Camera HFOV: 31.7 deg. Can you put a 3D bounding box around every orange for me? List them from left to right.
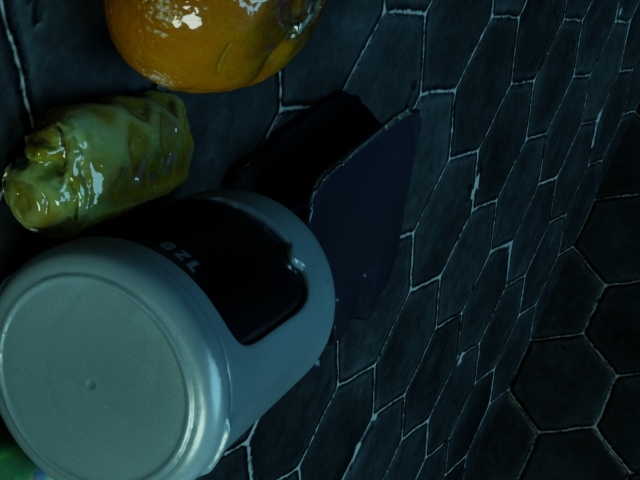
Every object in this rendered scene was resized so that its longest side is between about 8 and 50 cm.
[{"bbox_3d":[-0.086,-0.227,0.994,0.224,0.170,0.224,-53,163,-24],"label":"orange"}]

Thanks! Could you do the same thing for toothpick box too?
[{"bbox_3d":[-0.131,0.088,1.103,0.355,0.263,0.262,-33,139,-63],"label":"toothpick box"}]

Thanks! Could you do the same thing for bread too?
[{"bbox_3d":[-0.191,-0.067,1.040,0.232,0.088,0.128,-25,140,-64],"label":"bread"}]

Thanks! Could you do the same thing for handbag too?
[{"bbox_3d":[0.000,0.000,1.456,0.303,0.122,0.329,-43,146,-47],"label":"handbag"}]

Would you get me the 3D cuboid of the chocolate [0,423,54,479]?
[{"bbox_3d":[-0.264,0.208,1.103,0.291,0.110,0.110,-26,133,-62],"label":"chocolate"}]
